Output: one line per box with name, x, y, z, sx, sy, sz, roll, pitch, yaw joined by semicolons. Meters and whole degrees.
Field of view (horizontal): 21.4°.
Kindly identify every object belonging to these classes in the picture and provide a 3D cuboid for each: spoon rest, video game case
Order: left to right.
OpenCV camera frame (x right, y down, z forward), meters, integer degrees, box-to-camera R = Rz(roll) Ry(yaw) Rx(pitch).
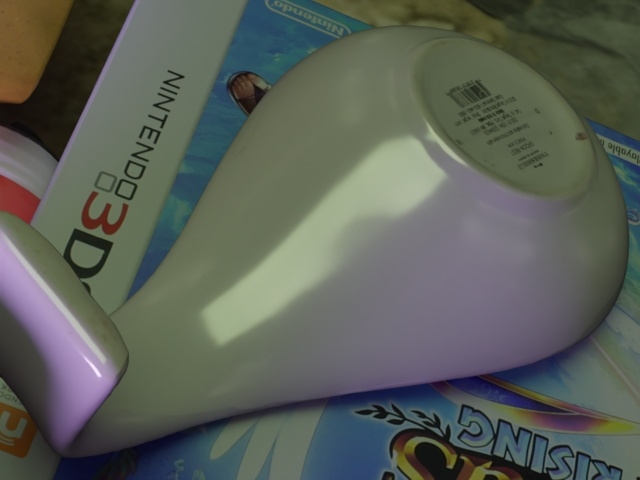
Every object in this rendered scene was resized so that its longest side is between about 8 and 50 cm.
spoon rest;0.000;0.000;0.529;0.276;0.084;0.137;-21;66;-48
video game case;0.027;0.039;0.590;0.270;0.061;0.244;22;51;-6

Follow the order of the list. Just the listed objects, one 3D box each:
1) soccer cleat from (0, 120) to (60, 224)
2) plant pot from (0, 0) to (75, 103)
soccer cleat;-0.252;0.004;0.609;0.318;0.108;0.116;6;46;-5
plant pot;-0.176;-0.154;0.628;0.187;0.212;0.212;24;85;-21
